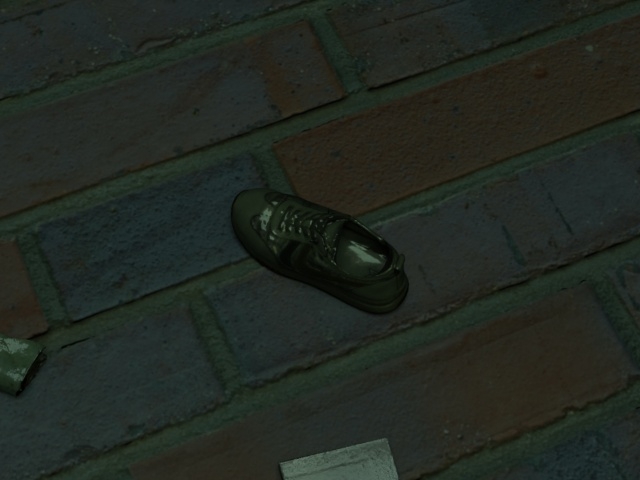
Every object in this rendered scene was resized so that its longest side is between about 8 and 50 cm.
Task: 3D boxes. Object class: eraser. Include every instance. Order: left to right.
[{"bbox_3d":[0.028,0.319,1.641,0.150,0.023,0.104,-11,66,-10],"label":"eraser"}]

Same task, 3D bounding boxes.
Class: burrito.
[{"bbox_3d":[-0.427,0.153,1.673,0.118,0.044,0.074,22,68,3],"label":"burrito"}]

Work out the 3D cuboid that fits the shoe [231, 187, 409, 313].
[{"bbox_3d":[0.000,0.000,1.753,0.275,0.098,0.103,24,61,8],"label":"shoe"}]
